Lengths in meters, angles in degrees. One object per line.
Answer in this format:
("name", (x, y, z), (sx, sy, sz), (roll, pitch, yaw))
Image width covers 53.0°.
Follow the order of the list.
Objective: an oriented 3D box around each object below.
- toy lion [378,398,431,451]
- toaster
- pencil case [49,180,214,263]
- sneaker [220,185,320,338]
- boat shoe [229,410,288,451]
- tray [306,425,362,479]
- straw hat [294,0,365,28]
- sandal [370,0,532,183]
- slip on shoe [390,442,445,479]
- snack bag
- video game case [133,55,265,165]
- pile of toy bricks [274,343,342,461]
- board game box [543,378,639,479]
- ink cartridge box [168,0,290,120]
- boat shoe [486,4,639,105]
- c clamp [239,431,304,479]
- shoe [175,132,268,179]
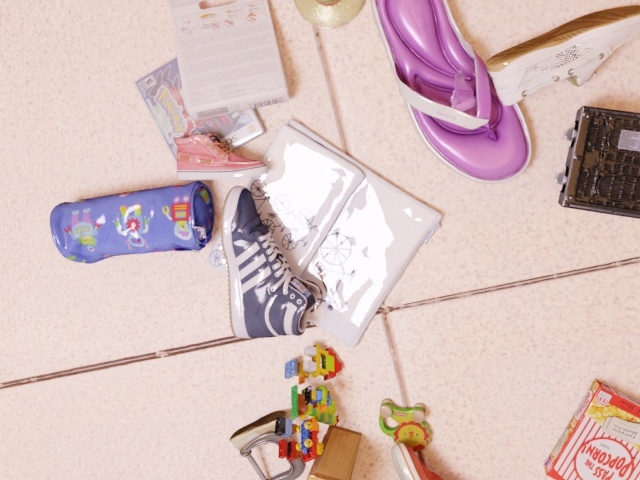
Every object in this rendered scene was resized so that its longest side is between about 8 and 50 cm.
("toy lion", (0.160, 0.355, 1.218), (0.100, 0.034, 0.096), (6, 107, 9))
("toaster", (0.490, -0.127, 1.046), (0.186, 0.110, 0.167), (9, 100, 9))
("pencil case", (-0.345, -0.028, 1.204), (0.306, 0.119, 0.133), (-7, 99, 11))
("sneaker", (-0.085, 0.042, 1.138), (0.153, 0.099, 0.282), (2, 105, 17))
("boat shoe", (-0.114, 0.376, 1.261), (0.135, 0.050, 0.045), (-29, 96, 23))
("tray", (-0.013, 0.576, 1.190), (0.076, 0.203, 0.410), (14, 101, 8))
("straw hat", (0.010, -0.445, 1.109), (0.145, 0.061, 0.144), (1, 98, 9))
("sandal", (0.206, -0.271, 1.079), (0.169, 0.102, 0.416), (-33, 92, 13))
("slip on shoe", (0.249, 0.499, 1.189), (0.101, 0.123, 0.331), (-40, 90, -10))
("snack bag", (0.000, 0.000, 1.190), (0.343, 0.037, 0.323), (33, 102, 4))
("video game case", (-0.226, -0.248, 1.199), (0.184, 0.023, 0.201), (-27, 93, 12))
("pile of toy bricks", (-0.008, 0.312, 1.193), (0.105, 0.212, 0.118), (24, 139, -29))
("board game box", (0.514, 0.367, 1.147), (0.147, 0.045, 0.193), (26, 102, 6))
("ink cartridge box", (-0.165, -0.340, 1.152), (0.181, 0.056, 0.224), (-12, 75, -1))
("boat shoe", (0.411, -0.299, 1.046), (0.277, 0.098, 0.096), (-21, 113, 3))
("c clamp", (-0.106, 0.442, 1.256), (0.137, 0.022, 0.160), (-17, 118, 4))
("shoe", (-0.182, -0.153, 1.158), (0.178, 0.063, 0.081), (0, 102, 18))
